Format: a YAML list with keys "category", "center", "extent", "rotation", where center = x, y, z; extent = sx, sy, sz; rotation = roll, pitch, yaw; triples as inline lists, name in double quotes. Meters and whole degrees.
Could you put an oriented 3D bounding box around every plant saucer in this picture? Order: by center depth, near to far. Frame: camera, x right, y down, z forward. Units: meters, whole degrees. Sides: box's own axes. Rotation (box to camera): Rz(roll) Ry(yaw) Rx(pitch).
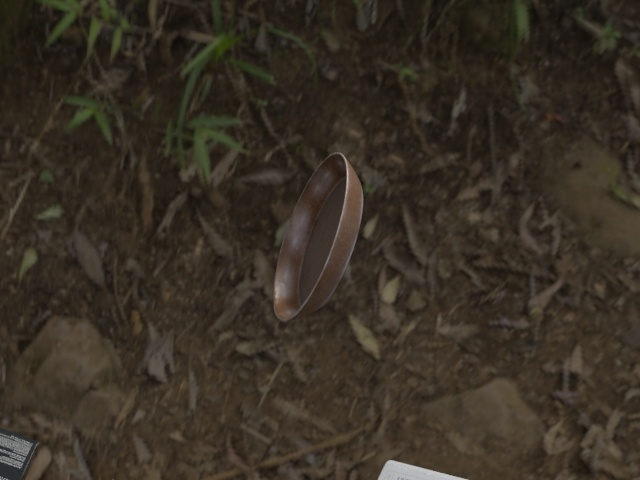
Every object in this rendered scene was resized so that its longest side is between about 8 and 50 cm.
- category: "plant saucer"
  center: [0.000, 0.000, 1.142]
  extent: [0.029, 0.168, 0.168]
  rotation: [19, 57, -17]

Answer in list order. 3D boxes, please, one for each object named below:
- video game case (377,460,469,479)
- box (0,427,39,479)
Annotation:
- category: "video game case"
  center: [0.121, 0.284, 0.950]
  extent: [0.227, 0.026, 0.206]
  rotation: [11, 45, 22]
- category: "box"
  center: [-0.558, 0.320, 1.724]
  extent: [0.261, 0.184, 0.103]
  rotation: [21, 98, -7]
